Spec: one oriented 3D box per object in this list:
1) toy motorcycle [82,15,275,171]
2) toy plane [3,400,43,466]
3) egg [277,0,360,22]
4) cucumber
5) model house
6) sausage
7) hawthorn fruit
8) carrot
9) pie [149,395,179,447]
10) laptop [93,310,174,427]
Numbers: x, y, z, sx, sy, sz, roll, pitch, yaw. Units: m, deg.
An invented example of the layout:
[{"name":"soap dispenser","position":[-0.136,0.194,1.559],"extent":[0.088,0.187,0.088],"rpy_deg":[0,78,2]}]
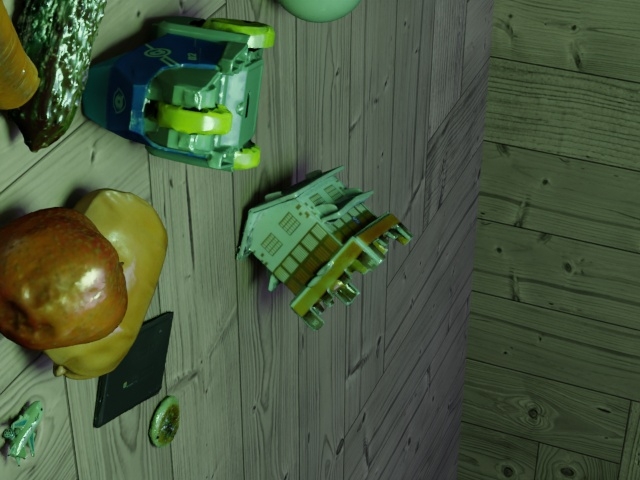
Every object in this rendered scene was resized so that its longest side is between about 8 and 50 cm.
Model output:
[{"name":"toy motorcycle","position":[-0.179,-0.179,1.694],"extent":[0.326,0.200,0.191],"rpy_deg":[-50,149,-74]},{"name":"toy plane","position":[-0.363,0.232,1.660],"extent":[0.080,0.033,0.083],"rpy_deg":[73,28,-55]},{"name":"egg","position":[-0.005,-0.408,2.070],"extent":[0.192,0.149,0.149],"rpy_deg":[-7,109,-68]},{"name":"cucumber","position":[-0.279,-0.272,1.484],"extent":[0.096,0.096,0.359],"rpy_deg":[11,95,-71]},{"name":"model house","position":[0.000,0.000,2.264],"extent":[0.198,0.215,0.224],"rpy_deg":[-50,173,27]},{"name":"sausage","position":[-0.273,0.055,1.662],"extent":[0.136,0.120,0.241],"rpy_deg":[25,75,-37]},{"name":"hawthorn fruit","position":[-0.350,0.083,1.500],"extent":[0.285,0.165,0.165],"rpy_deg":[-34,146,-15]},{"name":"carrot","position":[-0.343,-0.200,1.355],"extent":[0.193,0.087,0.087],"rpy_deg":[78,31,-59]},{"name":"pie","position":[-0.235,0.279,2.072],"extent":[0.084,0.021,0.084],"rpy_deg":[13,90,-71]},{"name":"laptop","position":[-0.263,0.183,1.938],"extent":[0.197,0.016,0.135],"rpy_deg":[-25,127,-66]}]
